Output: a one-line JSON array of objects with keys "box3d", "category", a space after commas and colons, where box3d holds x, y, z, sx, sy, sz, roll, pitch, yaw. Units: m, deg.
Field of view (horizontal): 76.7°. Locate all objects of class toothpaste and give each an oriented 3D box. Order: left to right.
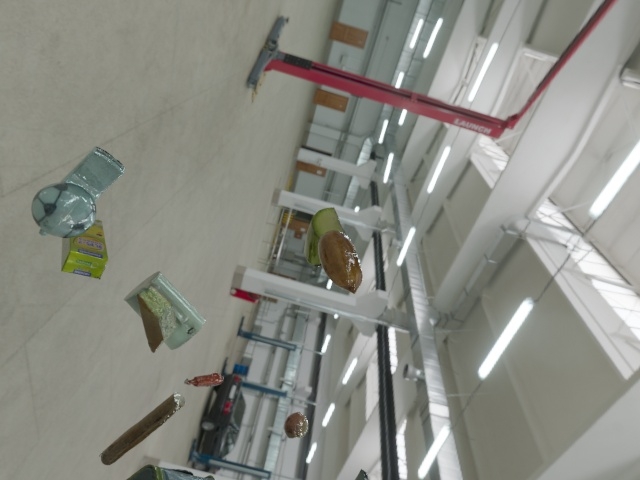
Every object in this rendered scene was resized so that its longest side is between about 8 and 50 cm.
[{"box3d": [-0.784, 0.009, 1.340, 0.077, 0.110, 0.327, -60, -141, 9], "category": "toothpaste"}]

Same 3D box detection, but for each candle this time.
[{"box3d": [-0.426, 0.507, 1.474, 0.162, 0.048, 0.053, 20, 103, -53], "category": "candle"}]

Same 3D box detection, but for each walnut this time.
[{"box3d": [0.056, 0.058, 1.101, 0.115, 0.116, 0.207, 109, -34, -45], "category": "walnut"}]

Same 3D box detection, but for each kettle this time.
[{"box3d": [-0.697, 0.320, 1.814, 0.205, 0.318, 0.265, -36, -164, -2], "category": "kettle"}]

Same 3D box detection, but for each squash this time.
[{"box3d": [-0.015, -0.010, 1.368, 0.184, 0.085, 0.191, -43, -138, 24], "category": "squash"}]

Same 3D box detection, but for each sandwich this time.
[{"box3d": [-0.615, 0.305, 1.540, 0.094, 0.096, 0.257, -48, 138, -60], "category": "sandwich"}]

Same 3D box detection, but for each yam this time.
[{"box3d": [-0.437, 0.463, 0.986, 0.264, 0.046, 0.046, -40, -172, 6], "category": "yam"}]

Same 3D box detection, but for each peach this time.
[{"box3d": [-0.080, 0.603, 1.317, 0.083, 0.083, 0.083, -164, -90, -87], "category": "peach"}]

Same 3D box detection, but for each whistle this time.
[{"box3d": [-0.664, -0.104, 1.086, 0.290, 0.163, 0.163, -38, -165, 15], "category": "whistle"}]

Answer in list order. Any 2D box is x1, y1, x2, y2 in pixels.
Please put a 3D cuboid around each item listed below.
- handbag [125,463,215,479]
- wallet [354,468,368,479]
[{"box3d": [-0.430, 0.749, 1.082, 0.263, 0.241, 0.222, -36, -140, 8], "category": "handbag"}, {"box3d": [0.143, 1.017, 1.445, 0.190, 0.046, 0.379, -58, -175, 4], "category": "wallet"}]
